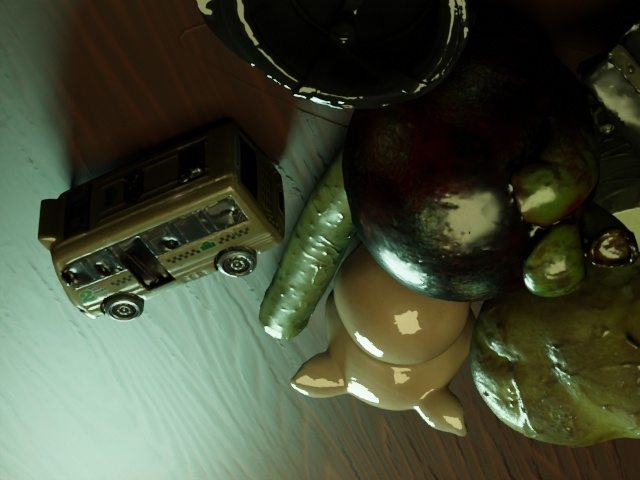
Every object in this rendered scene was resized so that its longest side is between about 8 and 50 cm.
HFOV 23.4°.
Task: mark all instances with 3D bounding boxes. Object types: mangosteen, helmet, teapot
[{"bbox_3d":[0.197,-0.076,1.686,0.360,0.306,0.306,10,148,28],"label":"mangosteen"},{"bbox_3d":[0.026,-0.269,1.570,0.279,0.160,0.230,18,131,5],"label":"helmet"},{"bbox_3d":[0.334,-0.088,1.783,0.077,0.200,0.107,-13,133,3],"label":"teapot"}]

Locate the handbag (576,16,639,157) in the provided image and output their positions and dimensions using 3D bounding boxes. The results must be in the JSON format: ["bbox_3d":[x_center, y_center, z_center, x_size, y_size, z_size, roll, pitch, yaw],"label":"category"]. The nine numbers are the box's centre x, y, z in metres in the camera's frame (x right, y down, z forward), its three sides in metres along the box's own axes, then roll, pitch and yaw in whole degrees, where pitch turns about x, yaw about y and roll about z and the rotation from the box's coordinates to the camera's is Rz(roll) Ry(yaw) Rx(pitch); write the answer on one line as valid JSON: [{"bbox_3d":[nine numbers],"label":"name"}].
[{"bbox_3d":[0.464,-0.190,1.683,0.288,0.152,0.342,34,110,-19],"label":"handbag"}]

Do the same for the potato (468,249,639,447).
[{"bbox_3d":[0.309,0.103,1.846,0.237,0.288,0.301,17,176,9],"label":"potato"}]

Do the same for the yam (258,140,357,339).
[{"bbox_3d":[0.000,0.000,1.966,0.083,0.083,0.371,11,141,-17],"label":"yam"}]

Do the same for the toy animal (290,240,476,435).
[{"bbox_3d":[0.103,0.096,1.958,0.237,0.269,0.326,15,-179,7],"label":"toy animal"}]

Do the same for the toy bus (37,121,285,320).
[{"bbox_3d":[-0.196,-0.022,1.877,0.290,0.139,0.157,-21,134,19],"label":"toy bus"}]
